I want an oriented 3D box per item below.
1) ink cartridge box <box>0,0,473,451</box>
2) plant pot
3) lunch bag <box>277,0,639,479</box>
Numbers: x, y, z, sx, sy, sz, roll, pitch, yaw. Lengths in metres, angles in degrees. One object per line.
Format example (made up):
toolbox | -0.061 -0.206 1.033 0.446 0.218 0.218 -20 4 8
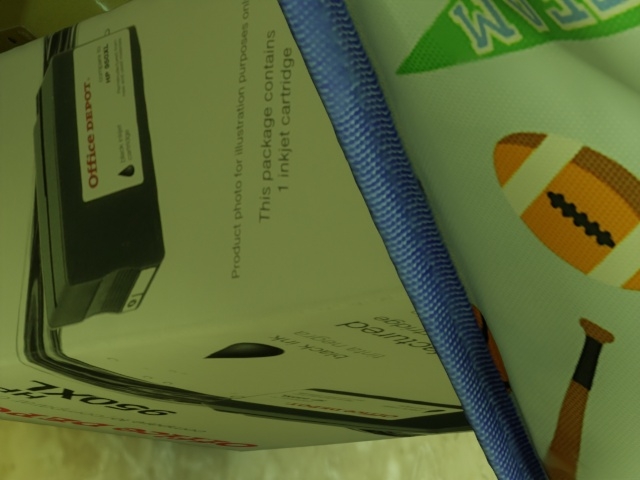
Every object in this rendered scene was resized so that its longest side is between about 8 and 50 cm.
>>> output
ink cartridge box | 0.000 0.000 0.735 0.285 0.395 0.166 17 69 -44
plant pot | -0.146 -0.136 0.853 0.081 0.081 0.083 41 64 -33
lunch bag | 0.181 -0.058 0.487 0.328 0.239 0.385 -56 138 -39
